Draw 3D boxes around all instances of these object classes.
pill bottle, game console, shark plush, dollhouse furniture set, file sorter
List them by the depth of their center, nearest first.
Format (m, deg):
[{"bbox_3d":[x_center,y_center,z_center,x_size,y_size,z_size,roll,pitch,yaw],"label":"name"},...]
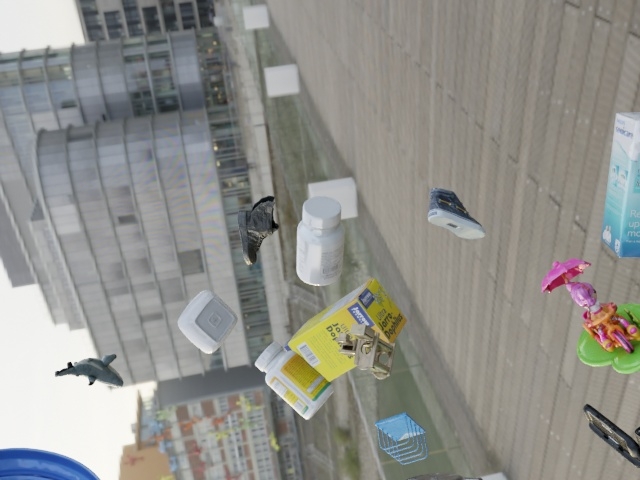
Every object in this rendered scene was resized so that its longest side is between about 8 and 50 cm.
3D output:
[{"bbox_3d":[-0.504,0.290,1.428,0.161,0.073,0.067,36,-156,-60],"label":"shark plush"},{"bbox_3d":[0.741,0.489,1.519,0.213,0.044,0.361,64,173,-21],"label":"game console"},{"bbox_3d":[0.085,0.295,1.734,0.182,0.161,0.101,37,-121,-49],"label":"dollhouse furniture set"},{"bbox_3d":[-0.074,0.375,1.763,0.208,0.117,0.117,40,161,12],"label":"pill bottle"},{"bbox_3d":[0.000,0.000,1.771,0.131,0.131,0.229,-108,16,-49],"label":"pill bottle"},{"bbox_3d":[0.282,0.681,2.219,0.170,0.118,0.104,48,-154,-42],"label":"file sorter"}]

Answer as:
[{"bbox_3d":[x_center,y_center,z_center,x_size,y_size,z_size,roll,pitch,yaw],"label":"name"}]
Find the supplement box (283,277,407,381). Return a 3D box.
[{"bbox_3d":[0.085,0.321,2.231,0.195,0.356,0.194,52,-149,-2],"label":"supplement box"}]

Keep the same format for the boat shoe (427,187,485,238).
[{"bbox_3d":[0.336,-0.066,1.580,0.065,0.183,0.083,-23,54,48],"label":"boat shoe"}]

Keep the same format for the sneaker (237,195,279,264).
[{"bbox_3d":[-0.133,-0.019,1.442,0.051,0.089,0.170,-88,-7,-56],"label":"sneaker"}]

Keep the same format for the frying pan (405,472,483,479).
[{"bbox_3d":[0.332,0.594,1.552,0.197,0.326,0.053,10,-110,-59],"label":"frying pan"}]

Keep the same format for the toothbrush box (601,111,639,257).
[{"bbox_3d":[0.737,-0.120,1.373,0.126,0.216,0.296,-77,-13,-72],"label":"toothbrush box"}]

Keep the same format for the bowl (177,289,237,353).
[{"bbox_3d":[-0.295,0.216,1.743,0.142,0.142,0.053,47,148,-18],"label":"bowl"}]

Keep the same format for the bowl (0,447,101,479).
[{"bbox_3d":[-0.534,0.504,1.045,0.391,0.391,0.077,-112,27,-60],"label":"bowl"}]

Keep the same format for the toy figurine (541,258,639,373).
[{"bbox_3d":[0.411,0.102,0.991,0.159,0.130,0.173,45,-167,-12],"label":"toy figurine"}]
